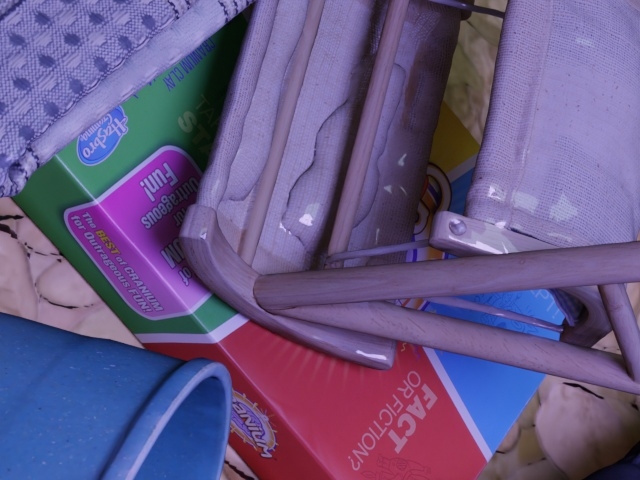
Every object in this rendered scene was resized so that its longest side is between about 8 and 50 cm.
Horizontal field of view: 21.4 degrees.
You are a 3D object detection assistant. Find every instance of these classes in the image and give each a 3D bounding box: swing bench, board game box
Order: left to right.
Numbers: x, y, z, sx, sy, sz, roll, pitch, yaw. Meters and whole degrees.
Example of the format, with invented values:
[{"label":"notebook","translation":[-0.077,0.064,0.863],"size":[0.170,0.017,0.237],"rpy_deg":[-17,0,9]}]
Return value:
[{"label":"board game box","translation":[0.000,0.000,0.988],"size":[0.316,0.064,0.242],"rpy_deg":[50,54,-14]},{"label":"swing bench","translation":[0.087,-0.068,0.903],"size":[0.165,0.255,0.253],"rpy_deg":[58,42,-57]}]

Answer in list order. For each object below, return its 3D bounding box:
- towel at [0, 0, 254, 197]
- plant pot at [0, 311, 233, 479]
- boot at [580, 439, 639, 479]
[{"label":"towel","translation":[-0.164,-0.200,0.840],"size":[0.312,0.056,0.324],"rpy_deg":[36,57,12]},{"label":"plant pot","translation":[-0.201,0.134,0.658],"size":[0.255,0.271,0.271],"rpy_deg":[19,61,7]},{"label":"boot","translation":[0.270,0.265,1.025],"size":[0.445,0.146,0.367],"rpy_deg":[-20,104,-49]}]
